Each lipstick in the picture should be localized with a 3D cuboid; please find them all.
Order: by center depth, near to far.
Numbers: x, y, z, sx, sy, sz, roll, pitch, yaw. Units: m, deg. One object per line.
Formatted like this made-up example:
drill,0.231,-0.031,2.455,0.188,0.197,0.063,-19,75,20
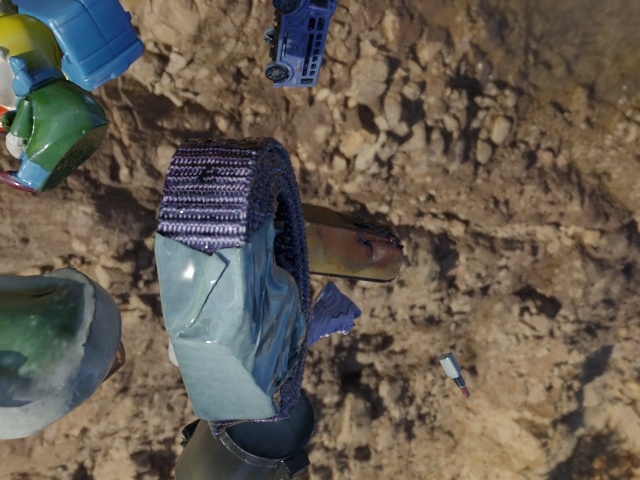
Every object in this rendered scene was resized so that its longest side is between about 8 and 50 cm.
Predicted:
lipstick,0.284,0.283,1.417,0.025,0.107,0.025,-22,-168,34

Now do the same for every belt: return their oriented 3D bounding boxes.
belt,-0.077,0.043,0.727,0.122,0.260,0.325,1,129,9

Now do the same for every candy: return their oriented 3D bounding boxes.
candy,-0.614,0.234,1.420,0.386,0.427,0.186,-5,125,-11

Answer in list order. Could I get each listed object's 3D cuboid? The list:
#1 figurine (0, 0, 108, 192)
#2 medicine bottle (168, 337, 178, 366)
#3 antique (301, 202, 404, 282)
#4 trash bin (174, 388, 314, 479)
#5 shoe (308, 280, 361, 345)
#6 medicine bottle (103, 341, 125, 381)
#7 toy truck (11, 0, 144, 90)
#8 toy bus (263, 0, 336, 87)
figurine,-0.408,-0.195,0.925,0.185,0.234,0.127,-42,-177,25
medicine bottle,-0.313,0.205,1.963,0.241,0.302,0.241,2,180,0
antique,0.000,0.000,1.137,0.309,0.087,0.093,10,113,-30
trash bin,-0.162,0.421,1.390,0.203,0.252,0.301,-20,152,-44
shoe,0.028,0.222,1.878,0.095,0.137,0.245,-58,179,36
medicine bottle,-0.602,0.255,1.663,0.149,0.222,0.112,-39,149,-35
toy truck,-0.492,-0.388,1.220,0.161,0.384,0.162,-46,143,-25
toy bus,-0.044,-0.453,1.411,0.133,0.126,0.292,2,150,-9
